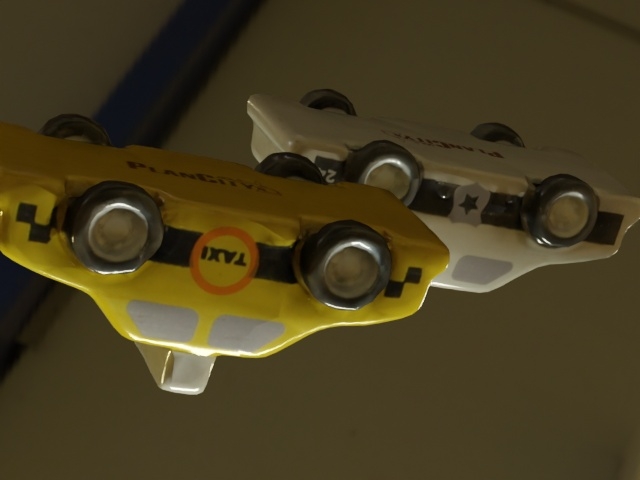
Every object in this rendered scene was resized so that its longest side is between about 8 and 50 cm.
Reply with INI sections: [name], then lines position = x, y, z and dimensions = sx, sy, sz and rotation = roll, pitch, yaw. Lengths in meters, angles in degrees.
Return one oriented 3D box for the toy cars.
[toy cars]
position = 0.000, 0.000, 0.878
dimensions = 0.176, 0.087, 0.393
rotation = 24, -162, 26
